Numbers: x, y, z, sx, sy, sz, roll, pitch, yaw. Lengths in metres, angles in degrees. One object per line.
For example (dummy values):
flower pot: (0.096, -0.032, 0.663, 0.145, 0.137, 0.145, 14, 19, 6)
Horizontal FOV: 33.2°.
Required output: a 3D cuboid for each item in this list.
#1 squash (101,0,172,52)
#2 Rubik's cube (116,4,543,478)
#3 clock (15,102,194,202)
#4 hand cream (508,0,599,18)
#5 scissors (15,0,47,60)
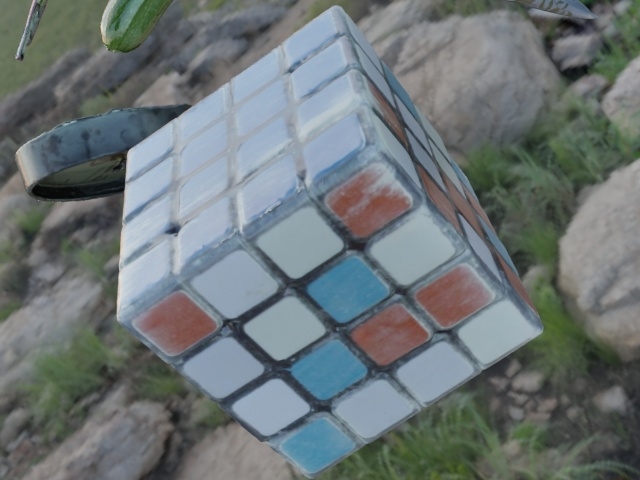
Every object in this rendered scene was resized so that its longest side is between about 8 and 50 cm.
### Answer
squash: (-0.214, -0.332, 1.388, 0.219, 0.068, 0.077, -44, 46, 24)
Rubik's cube: (0.000, 0.000, 0.938, 0.259, 0.253, 0.256, -32, 34, 14)
clock: (-0.319, -0.137, 1.717, 0.325, 0.325, 0.067, -20, 82, 36)
hand cream: (0.354, -0.390, 1.699, 0.091, 0.271, 0.058, 37, 112, 30)
scissors: (-0.331, -0.305, 1.291, 0.187, 0.020, 0.133, -62, 21, 27)
